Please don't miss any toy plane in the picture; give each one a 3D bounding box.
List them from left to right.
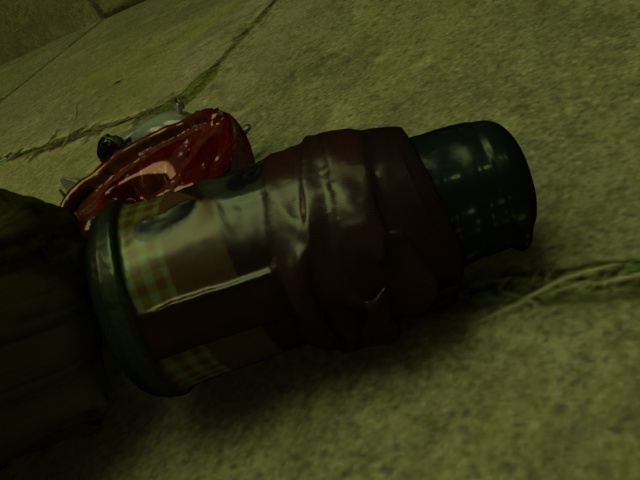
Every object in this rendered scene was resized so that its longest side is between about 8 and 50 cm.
[{"bbox_3d":[-0.218,-0.092,0.820,0.273,0.107,0.182,2,38,49],"label":"toy plane"}]

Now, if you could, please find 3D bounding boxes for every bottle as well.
[{"bbox_3d":[0.000,0.000,0.453,0.271,0.143,0.156,-19,56,4],"label":"bottle"}]

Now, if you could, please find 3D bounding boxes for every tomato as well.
[{"bbox_3d":[-0.145,-0.008,0.637,0.228,0.101,0.228,-23,39,20],"label":"tomato"}]

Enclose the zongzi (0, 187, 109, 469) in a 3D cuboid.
[{"bbox_3d":[-0.452,0.089,0.484,0.500,0.218,0.467,-26,27,-33],"label":"zongzi"}]
